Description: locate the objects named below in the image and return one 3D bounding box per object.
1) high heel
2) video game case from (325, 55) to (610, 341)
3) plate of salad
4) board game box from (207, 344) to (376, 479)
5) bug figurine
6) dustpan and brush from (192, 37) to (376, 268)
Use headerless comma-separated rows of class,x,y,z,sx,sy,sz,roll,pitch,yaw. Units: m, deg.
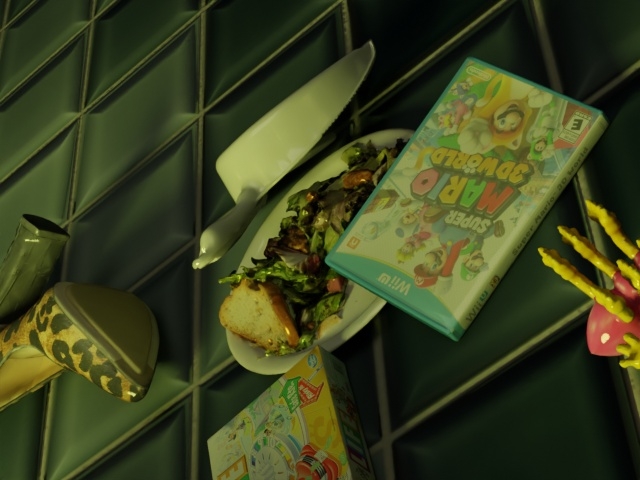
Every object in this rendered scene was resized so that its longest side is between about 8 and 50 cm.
high heel,-0.209,0.113,1.339,0.261,0.093,0.186,43,111,52
video game case,0.090,-0.030,1.088,0.119,0.015,0.166,30,82,42
plate of salad,0.000,0.000,1.181,0.200,0.048,0.200,-35,32,27
board game box,-0.018,0.147,1.061,0.103,0.026,0.154,-42,31,17
bug figurine,0.225,0.000,0.839,0.216,0.072,0.279,-42,25,4
dustpan and brush,-0.040,-0.050,1.247,0.211,0.060,0.147,-39,0,-43
